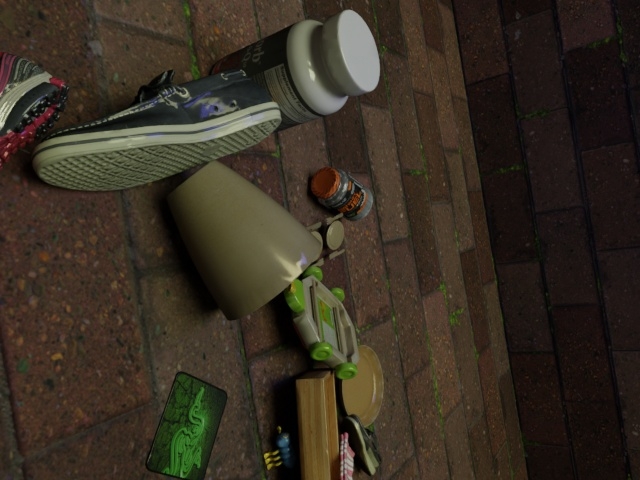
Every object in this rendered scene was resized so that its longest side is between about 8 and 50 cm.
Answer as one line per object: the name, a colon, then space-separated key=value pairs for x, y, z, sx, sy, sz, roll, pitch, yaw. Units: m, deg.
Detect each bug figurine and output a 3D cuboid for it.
bug figurine: x=-0.117 y=0.569 z=1.129 sx=0.279 sy=0.072 sz=0.216 roll=-31 pitch=108 yaw=-53

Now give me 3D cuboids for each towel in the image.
towel: x=0.072 y=0.628 z=1.335 sx=0.144 sy=0.029 sz=0.197 roll=78 pitch=10 yaw=-47

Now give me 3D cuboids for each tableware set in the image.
tableware set: x=0.000 y=0.000 z=1.450 sx=0.194 sy=0.039 sz=0.128 roll=-26 pitch=119 yaw=-48

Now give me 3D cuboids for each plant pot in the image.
plant pot: x=0.120 y=0.437 z=1.529 sx=0.236 sy=0.032 sz=0.236 roll=16 pitch=70 yaw=-52
plant pot: x=-0.182 y=-0.020 z=1.054 sx=0.274 sy=0.256 sz=0.256 roll=51 pitch=42 yaw=-12

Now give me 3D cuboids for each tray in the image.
tray: x=0.000 y=0.533 z=1.237 sx=0.203 sy=0.076 sz=0.411 roll=40 pitch=45 yaw=-79

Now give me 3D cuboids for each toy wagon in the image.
toy wagon: x=-0.005 y=0.193 z=1.310 sx=0.344 sy=0.068 sz=0.267 roll=45 pitch=25 yaw=-39

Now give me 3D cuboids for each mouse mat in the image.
mouse mat: x=-0.262 y=0.377 z=1.024 sx=0.152 sy=0.007 sz=0.190 roll=42 pitch=51 yaw=-42

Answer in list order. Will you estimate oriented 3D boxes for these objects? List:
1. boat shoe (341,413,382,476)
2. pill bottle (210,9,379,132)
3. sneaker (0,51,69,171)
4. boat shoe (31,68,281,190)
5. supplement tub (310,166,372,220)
boat shoe: x=0.124 y=0.573 z=1.450 sx=0.073 sy=0.080 sz=0.224 roll=-34 pitch=117 yaw=-30
pill bottle: x=-0.061 y=-0.374 z=1.166 sx=0.210 sy=0.362 sz=0.210 roll=18 pitch=68 yaw=-52
sneaker: x=-0.503 y=-0.155 z=0.729 sx=0.112 sy=0.121 sz=0.299 roll=34 pitch=51 yaw=-10
boat shoe: x=-0.293 y=-0.221 z=0.954 sx=0.500 sy=0.186 sz=0.156 roll=-29 pitch=88 yaw=-40
supplement tub: x=0.063 y=-0.139 z=1.503 sx=0.190 sy=0.117 sz=0.117 roll=26 pitch=62 yaw=-49
